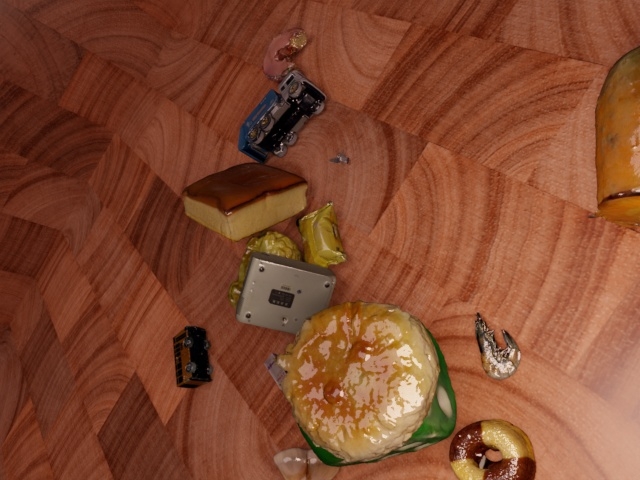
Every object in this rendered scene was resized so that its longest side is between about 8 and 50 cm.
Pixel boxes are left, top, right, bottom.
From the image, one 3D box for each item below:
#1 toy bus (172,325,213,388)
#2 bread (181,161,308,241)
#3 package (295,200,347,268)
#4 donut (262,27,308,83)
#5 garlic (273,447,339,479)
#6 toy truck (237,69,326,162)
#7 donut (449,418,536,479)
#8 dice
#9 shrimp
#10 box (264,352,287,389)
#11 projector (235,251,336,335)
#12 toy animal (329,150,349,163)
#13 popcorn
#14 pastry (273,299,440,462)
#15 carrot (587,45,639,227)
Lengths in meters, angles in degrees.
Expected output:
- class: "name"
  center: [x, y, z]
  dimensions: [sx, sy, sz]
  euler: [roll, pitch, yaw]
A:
- class: "toy bus"
  center: [-0.460, 0.417, 1.838]
  dimensions: [0.114, 0.098, 0.200]
  euler: [-33, 55, 27]
- class: "bread"
  center: [-0.259, -0.145, 1.756]
  dimensions: [0.333, 0.324, 0.143]
  euler: [23, 131, 43]
- class: "package"
  center: [0.000, 0.000, 1.611]
  dimensions: [0.168, 0.090, 0.226]
  euler: [-29, 59, 34]
- class: "donut"
  center: [-0.138, -0.718, 2.033]
  dimensions: [0.199, 0.085, 0.232]
  euler: [2, 74, 41]
- class: "garlic"
  center: [-0.035, 0.601, 1.381]
  dimensions: [0.175, 0.123, 0.099]
  euler: [-9, 33, 6]
- class: "toy truck"
  center: [-0.153, -0.449, 1.895]
  dimensions: [0.367, 0.146, 0.175]
  euler: [-44, 45, 20]
- class: "donut"
  center: [0.361, 0.470, 1.113]
  dimensions: [0.184, 0.073, 0.166]
  euler: [-10, 63, 37]
- class: "dice"
  center: [0.128, 0.350, 1.213]
  dimensions: [0.287, 0.297, 0.299]
  euler: [-26, 57, 27]
- class: "shrimp"
  center: [0.408, 0.240, 1.198]
  dimensions: [0.091, 0.034, 0.160]
  euler: [-23, 65, 19]
- class: "box"
  center: [-0.126, 0.406, 1.591]
  dimensions: [0.050, 0.036, 0.117]
  euler: [-53, 48, 11]
- class: "projector"
  center: [-0.102, 0.160, 1.500]
  dimensions: [0.108, 0.251, 0.198]
  euler: [-124, 51, -73]
- class: "toy animal"
  center: [0.067, -0.277, 1.708]
  dimensions: [0.084, 0.028, 0.050]
  euler: [17, 92, 43]
- class: "popcorn"
  center: [-0.161, 0.115, 1.650]
  dimensions: [0.225, 0.174, 0.285]
  euler: [23, 86, 40]
- class: "pastry"
  center: [0.076, 0.268, 1.006]
  dimensions: [0.330, 0.136, 0.329]
  euler: [-13, 64, 27]
- class: "carrot"
  center: [0.664, -0.211, 1.024]
  dimensions: [0.224, 0.224, 0.340]
  euler: [2, 73, 42]
